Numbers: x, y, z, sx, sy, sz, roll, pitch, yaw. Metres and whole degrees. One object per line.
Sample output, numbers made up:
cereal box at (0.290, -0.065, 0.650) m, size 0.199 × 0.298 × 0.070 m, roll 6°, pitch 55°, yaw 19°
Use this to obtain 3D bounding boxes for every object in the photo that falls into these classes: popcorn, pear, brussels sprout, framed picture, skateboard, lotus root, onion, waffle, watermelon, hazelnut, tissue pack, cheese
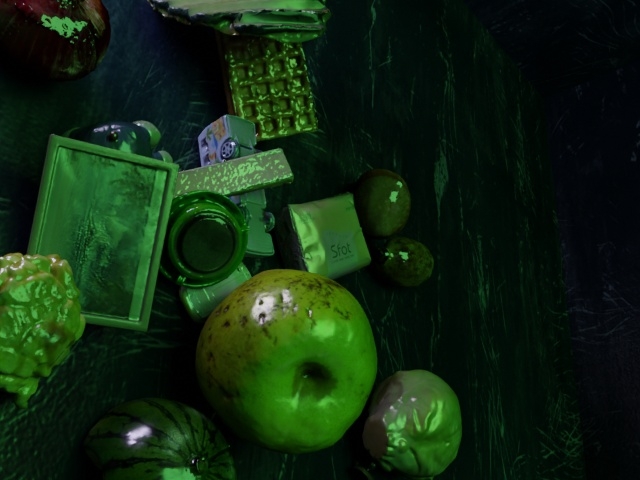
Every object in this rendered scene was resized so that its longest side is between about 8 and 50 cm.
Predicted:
popcorn at (-0.473, 0.133, 1.153) m, size 0.217 × 0.181 × 0.235 m, roll 56°, pitch 49°, yaw -19°
pear at (-0.075, 0.235, 1.489) m, size 0.391 × 0.391 × 0.391 m, roll 27°, pitch 54°, yaw -44°
brussels sprout at (0.235, 0.471, 1.903) m, size 0.316 × 0.242 × 0.274 m, roll 36°, pitch 71°, yaw -45°
framed picture at (-0.391, -0.009, 1.304) m, size 0.231 × 0.024 × 0.315 m, roll 11°, pitch 85°, yaw -24°
skateboard at (0.112, 0.622, 1.812) m, size 0.080 × 0.067 × 0.152 m, roll -29°, pitch 102°, yaw -45°
lotus root at (0.239, 0.062, 2.168) m, size 0.260 × 0.128 × 0.145 m, roll 15°, pitch 100°, yaw -52°
onion at (-0.495, -0.422, 1.363) m, size 0.252 × 0.219 × 0.252 m, roll 29°, pitch 45°, yaw -34°
waffle at (-0.134, -0.403, 1.802) m, size 0.212 × 0.091 × 0.308 m, roll -14°, pitch 104°, yaw -17°
watermelon at (-0.254, 0.440, 1.312) m, size 0.330 × 0.189 × 0.331 m, roll 18°, pitch 66°, yaw -45°
hazelnut at (0.174, -0.108, 2.146) m, size 0.214 × 0.176 × 0.215 m, roll 2°, pitch 90°, yaw -87°
tissue pack at (0.000, 0.000, 1.900) m, size 0.256 × 0.123 × 0.215 m, roll -18°, pitch 90°, yaw -47°
cheese at (-0.245, -0.118, 1.551) m, size 0.400 × 0.034 × 0.085 m, roll -15°, pitch 79°, yaw -23°

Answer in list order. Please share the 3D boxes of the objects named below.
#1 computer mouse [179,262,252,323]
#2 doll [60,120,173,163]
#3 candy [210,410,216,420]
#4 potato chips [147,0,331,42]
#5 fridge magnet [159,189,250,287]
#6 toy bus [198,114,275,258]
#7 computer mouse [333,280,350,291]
computer mouse at (-0.227, 0.111, 1.605) m, size 0.199 × 0.044 × 0.102 m, roll -30°, pitch 91°, yaw -47°
doll at (-0.386, -0.100, 1.404) m, size 0.228 × 0.154 × 0.259 m, roll -7°, pitch 95°, yaw -23°
candy at (-0.224, 0.365, 1.522) m, size 0.023 × 0.025 × 0.083 m, roll 80°, pitch 32°, yaw -51°
potato chips at (-0.182, -0.558, 1.711) m, size 0.359 × 0.429 × 0.070 m, roll -115°, pitch -159°, yaw -45°
fridge magnet at (-0.244, -0.001, 1.512) m, size 0.207 × 0.088 × 0.208 m, roll -6°, pitch 105°, yaw -25°
toy bus at (-0.196, -0.112, 1.678) m, size 0.109 × 0.135 × 0.330 m, roll 10°, pitch 66°, yaw -51°
computer mouse at (0.011, 0.189, 1.821) m, size 0.264 × 0.088 × 0.147 m, roll -19°, pitch 119°, yaw -57°
